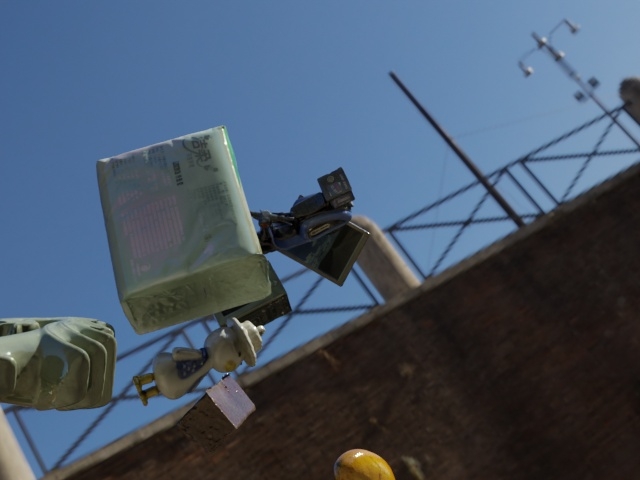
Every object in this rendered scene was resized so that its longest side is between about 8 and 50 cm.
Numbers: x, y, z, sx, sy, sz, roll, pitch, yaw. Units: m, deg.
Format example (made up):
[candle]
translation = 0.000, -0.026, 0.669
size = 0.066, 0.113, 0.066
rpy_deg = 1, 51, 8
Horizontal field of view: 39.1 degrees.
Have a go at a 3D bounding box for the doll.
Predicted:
[doll]
translation = -0.243, 0.249, 1.861
size = 0.293, 0.119, 0.138
rpy_deg = -25, -47, -19

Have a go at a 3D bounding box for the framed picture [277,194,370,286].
[framed picture]
translation = 0.000, 0.000, 2.724
size = 0.189, 0.260, 0.023
rpy_deg = -60, -16, 0

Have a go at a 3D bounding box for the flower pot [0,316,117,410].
[flower pot]
translation = -0.511, 0.231, 1.679
size = 0.254, 0.165, 0.367
rpy_deg = 6, 0, -16

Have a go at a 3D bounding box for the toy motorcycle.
[toy motorcycle]
translation = -0.071, -0.068, 2.570
size = 0.358, 0.125, 0.213
rpy_deg = -25, -29, 2

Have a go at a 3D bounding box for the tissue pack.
[tissue pack]
translation = -0.317, -0.028, 2.068
size = 0.331, 0.405, 0.205
rpy_deg = -16, -37, -4

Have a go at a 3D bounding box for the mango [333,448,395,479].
[mango]
translation = 0.108, 0.595, 2.241
size = 0.112, 0.145, 0.219
rpy_deg = -11, -39, 34

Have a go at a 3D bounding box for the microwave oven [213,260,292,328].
[microwave oven]
translation = -0.200, 0.177, 2.530
size = 0.208, 0.122, 0.162
rpy_deg = -27, -28, -8

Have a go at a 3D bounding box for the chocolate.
[chocolate]
translation = -0.226, 0.388, 2.032
size = 0.112, 0.112, 0.321
rpy_deg = -46, -3, 1
